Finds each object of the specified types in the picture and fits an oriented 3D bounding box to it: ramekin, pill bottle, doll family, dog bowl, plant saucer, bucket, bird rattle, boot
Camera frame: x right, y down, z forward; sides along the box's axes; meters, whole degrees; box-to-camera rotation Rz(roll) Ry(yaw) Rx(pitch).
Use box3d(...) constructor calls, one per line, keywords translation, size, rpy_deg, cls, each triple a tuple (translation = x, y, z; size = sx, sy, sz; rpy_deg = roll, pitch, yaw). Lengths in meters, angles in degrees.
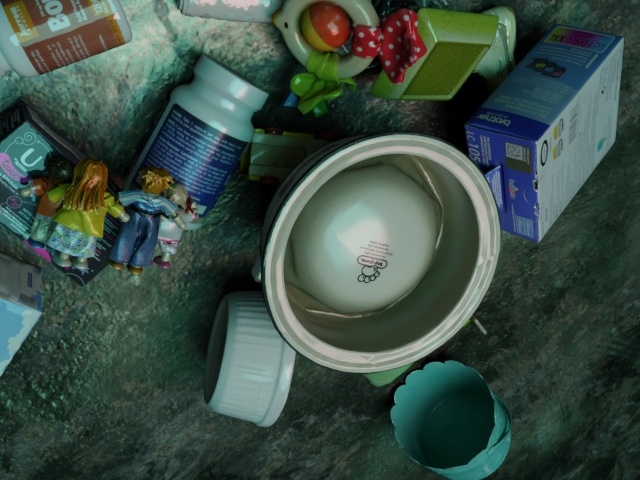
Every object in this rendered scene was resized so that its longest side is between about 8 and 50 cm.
box3d(translation=(-0.145, 0.222, 1.233), size=(0.127, 0.273, 0.272), rpy_deg=(11, 112, -16), cls="ramekin")
box3d(translation=(-0.205, -0.162, 1.048), size=(0.153, 0.153, 0.264), rpy_deg=(24, 106, -33), cls="pill bottle")
box3d(translation=(-0.287, -0.037, 0.907), size=(0.263, 0.118, 0.163), rpy_deg=(11, 108, -32), cls="doll family")
box3d(translation=(0.084, 0.008, 1.046), size=(0.408, 0.150, 0.407), rpy_deg=(-7, 112, -18), cls="dog bowl")
box3d(translation=(0.205, -0.306, 1.093), size=(0.188, 0.045, 0.188), rpy_deg=(-9, 150, -33), cls="plant saucer")
box3d(translation=(0.334, 0.457, 1.574), size=(0.281, 0.281, 0.183), rpy_deg=(-41, 135, 1), cls="bucket")
box3d(translation=(0.031, -0.313, 0.990), size=(0.207, 0.254, 0.143), rpy_deg=(46, 58, -23), cls="bird rattle")
box3d(translation=(-0.393, -0.307, 0.900), size=(0.216, 0.121, 0.121), rpy_deg=(-25, 124, -11), cls="pill bottle")
box3d(translation=(0.299, -0.336, 1.230), size=(0.165, 0.077, 0.213), rpy_deg=(-18, 118, -15), cls="boot")

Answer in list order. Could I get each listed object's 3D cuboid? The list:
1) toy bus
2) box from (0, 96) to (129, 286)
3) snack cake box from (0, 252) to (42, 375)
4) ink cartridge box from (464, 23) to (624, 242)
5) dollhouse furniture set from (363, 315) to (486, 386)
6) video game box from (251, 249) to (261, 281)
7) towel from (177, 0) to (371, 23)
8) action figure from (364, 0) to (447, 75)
box3d(translation=(-0.050, -0.152, 1.151), size=(0.191, 0.104, 0.202), rpy_deg=(-41, 110, -9), cls="toy bus")
box3d(translation=(-0.420, -0.078, 0.991), size=(0.142, 0.163, 0.247), rpy_deg=(-41, 126, -3), cls="box")
box3d(translation=(-0.577, 0.169, 1.063), size=(0.089, 0.152, 0.264), rpy_deg=(30, 102, -34), cls="snack cake box")
box3d(translation=(0.421, -0.189, 1.216), size=(0.395, 0.151, 0.270), rpy_deg=(-48, 141, -24), cls="ink cartridge box")
box3d(translation=(0.219, 0.242, 1.468), size=(0.301, 0.151, 0.197), rpy_deg=(-41, 126, 1), cls="dollhouse furniture set")
box3d(translation=(0.000, 0.000, 1.124), size=(0.187, 0.048, 0.205), rpy_deg=(19, 103, -22), cls="video game box")
box3d(translation=(-0.051, -0.503, 0.992), size=(0.332, 0.053, 0.316), rpy_deg=(-2, 118, -22), cls="towel")
box3d(translation=(0.176, -0.398, 1.093), size=(0.275, 0.141, 0.164), rpy_deg=(-61, 155, 10), cls="action figure")
